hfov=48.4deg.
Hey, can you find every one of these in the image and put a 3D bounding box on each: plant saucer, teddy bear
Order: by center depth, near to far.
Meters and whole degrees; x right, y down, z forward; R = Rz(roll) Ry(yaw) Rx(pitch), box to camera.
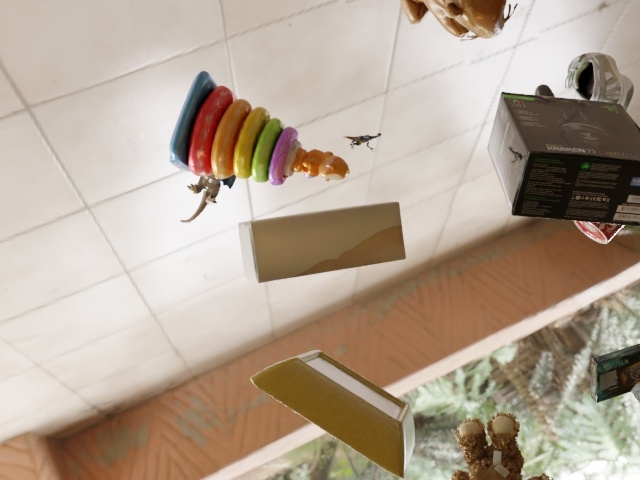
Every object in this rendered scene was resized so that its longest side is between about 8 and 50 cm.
[{"bbox_3d":[0.053,0.320,1.431,0.081,0.333,0.333,-60,168,0],"label":"plant saucer"},{"bbox_3d":[0.443,0.598,1.769,0.245,0.338,0.113,-29,154,9],"label":"teddy bear"}]

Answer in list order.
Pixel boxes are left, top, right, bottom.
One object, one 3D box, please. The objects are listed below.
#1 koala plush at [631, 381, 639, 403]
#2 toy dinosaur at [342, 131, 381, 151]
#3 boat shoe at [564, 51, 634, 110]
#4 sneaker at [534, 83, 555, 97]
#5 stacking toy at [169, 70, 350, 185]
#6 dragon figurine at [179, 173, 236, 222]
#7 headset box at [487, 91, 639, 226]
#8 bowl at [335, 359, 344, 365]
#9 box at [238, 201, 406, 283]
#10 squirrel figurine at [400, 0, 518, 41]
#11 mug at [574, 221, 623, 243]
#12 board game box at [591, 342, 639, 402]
[{"bbox_3d":[0.832,0.336,1.511,0.221,0.203,0.196,-47,137,14],"label":"koala plush"},{"bbox_3d":[0.116,-0.272,1.876,0.082,0.090,0.047,-31,157,-14],"label":"toy dinosaur"},{"bbox_3d":[0.703,-0.416,1.846,0.103,0.320,0.118,10,122,-7],"label":"boat shoe"},{"bbox_3d":[0.633,-0.362,1.981,0.061,0.158,0.065,-11,178,15],"label":"sneaker"},{"bbox_3d":[-0.093,-0.158,1.229,0.175,0.301,0.166,47,62,-84],"label":"stacking toy"},{"bbox_3d":[-0.255,-0.163,1.743,0.289,0.085,0.144,-66,176,34],"label":"dragon figurine"},{"bbox_3d":[0.461,-0.161,1.322,0.246,0.283,0.131,6,123,-1],"label":"headset box"},{"bbox_3d":[0.022,0.356,1.742,0.053,0.142,0.142,-41,135,23],"label":"bowl"},{"bbox_3d":[0.000,0.000,1.445,0.311,0.121,0.148,-9,-176,-14],"label":"box"},{"bbox_3d":[0.328,-0.680,1.750,0.281,0.370,0.397,-22,129,9],"label":"squirrel figurine"},{"bbox_3d":[0.648,-0.096,1.604,0.169,0.150,0.113,-49,-179,-3],"label":"mug"},{"bbox_3d":[0.731,0.305,1.683,0.186,0.026,0.126,-16,120,-6],"label":"board game box"}]
